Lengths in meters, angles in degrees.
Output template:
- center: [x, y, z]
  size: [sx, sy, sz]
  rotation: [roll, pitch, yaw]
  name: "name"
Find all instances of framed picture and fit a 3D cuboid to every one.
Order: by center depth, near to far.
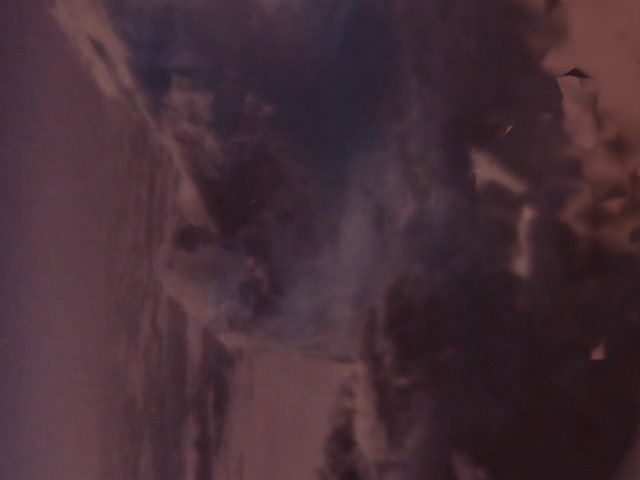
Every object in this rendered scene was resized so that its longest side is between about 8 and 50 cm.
- center: [0.000, 0.000, 0.488]
  size: [0.326, 0.028, 0.446]
  rotation: [3, 106, 4]
  name: "framed picture"
